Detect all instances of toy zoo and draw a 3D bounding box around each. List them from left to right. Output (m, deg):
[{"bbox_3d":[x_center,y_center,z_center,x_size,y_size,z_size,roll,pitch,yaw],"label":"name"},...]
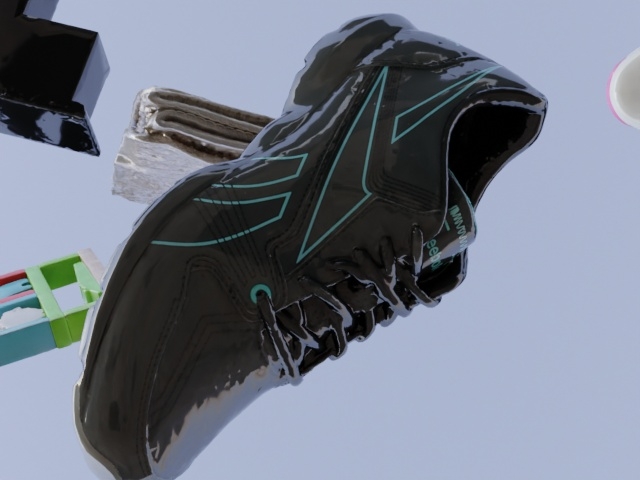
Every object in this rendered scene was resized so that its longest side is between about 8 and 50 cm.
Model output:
[{"bbox_3d":[-0.332,0.083,1.024,0.293,0.192,0.030,-18,-72,-16],"label":"toy zoo"}]

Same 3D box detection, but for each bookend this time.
[{"bbox_3d":[-0.238,-0.169,0.931,0.156,0.072,0.157,13,-111,5],"label":"bookend"}]

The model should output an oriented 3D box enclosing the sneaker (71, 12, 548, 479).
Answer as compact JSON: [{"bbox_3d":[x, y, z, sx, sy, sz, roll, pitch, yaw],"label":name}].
[{"bbox_3d":[0.000,0.000,0.485,0.106,0.101,0.267,22,-118,29],"label":"sneaker"}]

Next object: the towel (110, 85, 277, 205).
[{"bbox_3d":[-0.062,-0.045,0.856,0.187,0.282,0.049,16,-100,-9],"label":"towel"}]

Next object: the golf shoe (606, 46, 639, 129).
[{"bbox_3d":[0.388,-0.138,0.924,0.306,0.140,0.115,-2,-84,21],"label":"golf shoe"}]
